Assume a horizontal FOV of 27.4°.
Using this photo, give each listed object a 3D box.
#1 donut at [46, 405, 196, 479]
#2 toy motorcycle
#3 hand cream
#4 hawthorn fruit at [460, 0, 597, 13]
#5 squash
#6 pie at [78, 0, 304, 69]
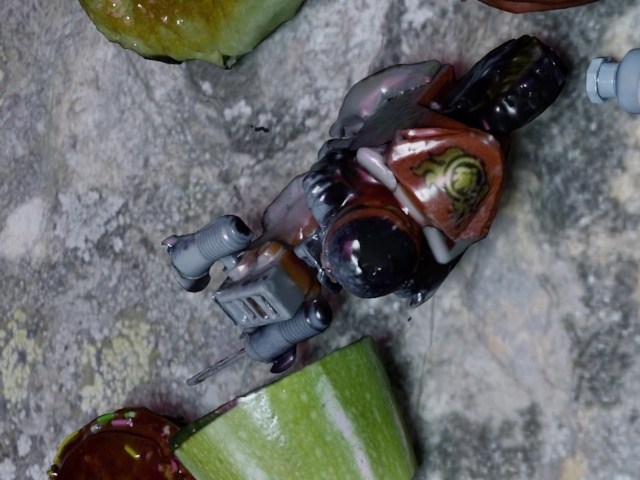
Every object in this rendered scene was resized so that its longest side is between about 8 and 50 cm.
[{"bbox_3d":[-0.137,0.253,1.081,0.235,0.089,0.235,-3,85,38],"label":"donut"},{"bbox_3d":[0.000,0.000,0.940,0.401,0.207,0.134,-28,113,41],"label":"toy motorcycle"},{"bbox_3d":[0.251,-0.097,0.825,0.171,0.043,0.065,8,97,35],"label":"hand cream"},{"bbox_3d":[0.115,-0.303,0.793,0.308,0.308,0.324,24,115,38],"label":"hawthorn fruit"},{"bbox_3d":[-0.009,0.148,0.950,0.170,0.170,0.123,-38,82,30],"label":"squash"},{"bbox_3d":[-0.081,-0.316,1.091,0.296,0.078,0.371,37,111,36],"label":"pie"}]
